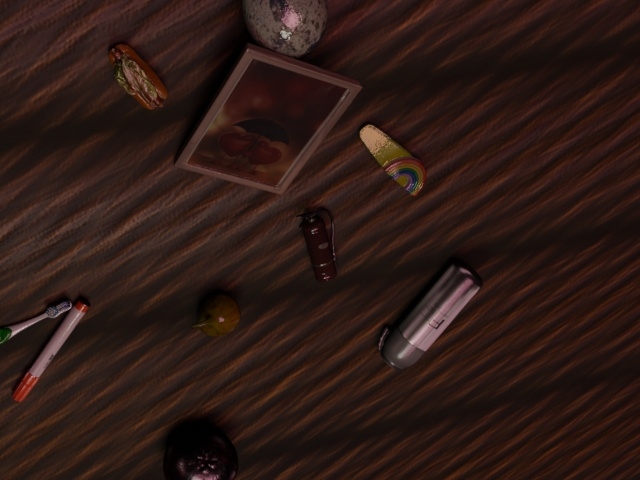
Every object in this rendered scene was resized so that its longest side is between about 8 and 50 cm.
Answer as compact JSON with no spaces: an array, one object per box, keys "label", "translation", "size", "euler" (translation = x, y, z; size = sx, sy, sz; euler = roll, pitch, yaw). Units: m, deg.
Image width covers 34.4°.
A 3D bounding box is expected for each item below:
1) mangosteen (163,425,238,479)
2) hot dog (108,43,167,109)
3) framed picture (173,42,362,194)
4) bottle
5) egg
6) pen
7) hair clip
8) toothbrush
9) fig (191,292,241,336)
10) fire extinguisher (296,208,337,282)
[{"label":"mangosteen","translation":[-0.239,0.443,2.055],"size":[0.152,0.152,0.153],"euler":[-9,123,-14]},{"label":"hot dog","translation":[-0.295,-0.260,1.656],"size":[0.056,0.041,0.133],"euler":[-36,125,4]},{"label":"framed picture","translation":[-0.091,-0.193,1.719],"size":[0.211,0.020,0.289],"euler":[14,137,-27]},{"label":"bottle","translation":[0.214,0.148,2.069],"size":[0.096,0.079,0.254],"euler":[40,104,5]},{"label":"egg","translation":[-0.059,-0.369,1.620],"size":[0.132,0.132,0.172],"euler":[-25,118,-4]},{"label":"pen","translation":[-0.491,0.200,1.875],"size":[0.028,0.028,0.239],"euler":[28,107,-31]},{"label":"hair clip","translation":[0.137,-0.149,1.885],"size":[0.060,0.033,0.188],"euler":[-44,125,8]},{"label":"toothbrush","translation":[-0.582,0.176,1.830],"size":[0.303,0.030,0.030],"euler":[-25,125,-2]},{"label":"fig","translation":[-0.191,0.141,1.905],"size":[0.084,0.098,0.082],"euler":[-5,100,7]},{"label":"fire extinguisher","translation":[0.000,0.000,1.923],"size":[0.078,0.045,0.157],"euler":[-38,129,-30]}]
